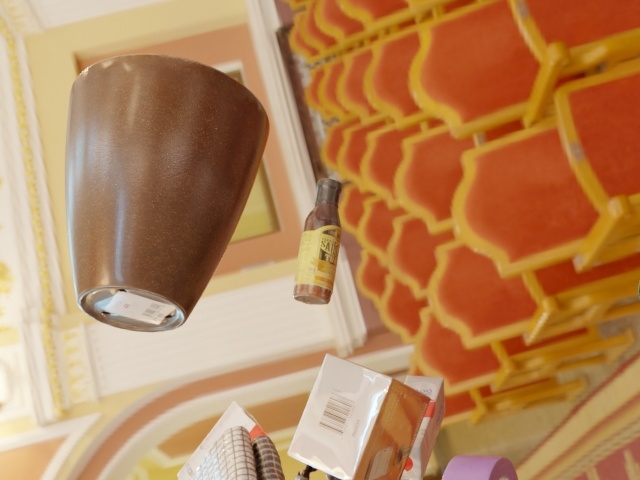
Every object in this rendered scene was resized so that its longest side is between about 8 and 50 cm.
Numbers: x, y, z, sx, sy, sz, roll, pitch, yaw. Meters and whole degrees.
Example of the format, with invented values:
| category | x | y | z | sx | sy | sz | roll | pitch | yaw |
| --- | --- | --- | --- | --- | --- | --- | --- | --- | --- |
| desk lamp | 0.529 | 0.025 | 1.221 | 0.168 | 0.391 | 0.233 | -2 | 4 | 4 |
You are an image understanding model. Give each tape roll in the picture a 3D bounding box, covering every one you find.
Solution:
| category | x | y | z | sx | sy | sz | roll | pitch | yaw |
| --- | --- | --- | --- | --- | --- | --- | --- | --- | --- |
| tape roll | 0.261 | 0.446 | 1.569 | 0.189 | 0.080 | 0.189 | 15 | -107 | -59 |

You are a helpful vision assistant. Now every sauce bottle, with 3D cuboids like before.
| category | x | y | z | sx | sy | sz | roll | pitch | yaw |
| --- | --- | --- | --- | --- | --- | --- | --- | --- | --- |
| sauce bottle | 0.000 | 0.000 | 0.976 | 0.042 | 0.042 | 0.128 | 86 | -168 | -74 |

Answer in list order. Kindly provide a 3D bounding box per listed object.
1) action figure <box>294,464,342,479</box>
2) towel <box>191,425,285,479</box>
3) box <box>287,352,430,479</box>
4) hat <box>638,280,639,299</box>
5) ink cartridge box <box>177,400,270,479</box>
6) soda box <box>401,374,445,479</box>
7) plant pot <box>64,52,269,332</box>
| category | x | y | z | sx | sy | sz | roll | pitch | yaw |
| --- | --- | --- | --- | --- | --- | --- | --- | --- | --- |
| action figure | 0.043 | 0.449 | 1.847 | 0.099 | 0.185 | 0.285 | -64 | -16 | -72 |
| towel | -0.149 | 0.471 | 1.533 | 0.284 | 0.121 | 0.235 | -61 | 19 | 13 |
| box | 0.052 | 0.225 | 1.181 | 0.170 | 0.091 | 0.130 | 36 | -106 | -62 |
| hat | 0.681 | 0.119 | 1.692 | 0.173 | 0.208 | 0.184 | 56 | -160 | -25 |
| ink cartridge box | -0.188 | 0.410 | 1.832 | 0.066 | 0.189 | 0.232 | 39 | 173 | -6 |
| soda box | 0.210 | 0.414 | 2.158 | 0.286 | 0.091 | 0.098 | -52 | -40 | -61 |
| plant pot | -0.170 | -0.032 | 0.985 | 0.215 | 0.215 | 0.231 | 81 | -168 | -61 |
